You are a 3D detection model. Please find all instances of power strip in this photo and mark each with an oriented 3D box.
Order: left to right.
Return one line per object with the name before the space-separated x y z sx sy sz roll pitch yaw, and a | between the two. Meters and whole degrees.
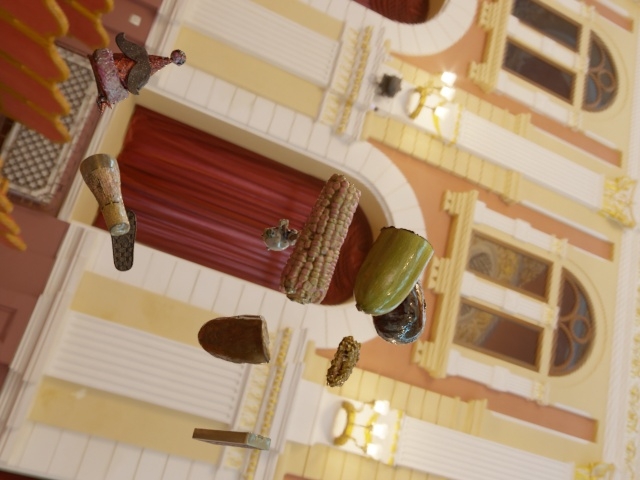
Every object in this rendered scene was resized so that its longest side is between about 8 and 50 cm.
power strip | -0.315 0.682 2.053 0.367 0.106 0.043 -15 -126 46

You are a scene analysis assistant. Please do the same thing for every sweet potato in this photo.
sweet potato | -0.287 0.315 1.911 0.370 0.158 0.157 -6 -120 36

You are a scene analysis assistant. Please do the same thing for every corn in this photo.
corn | -0.001 -0.001 1.485 0.335 0.127 0.127 -69 -164 -9

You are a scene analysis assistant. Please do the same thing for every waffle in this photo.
waffle | 0.084 0.448 2.182 0.197 0.070 0.193 -36 144 -58

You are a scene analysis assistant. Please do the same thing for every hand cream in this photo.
hand cream | -0.470 -0.097 1.330 0.084 0.084 0.203 -53 -125 42

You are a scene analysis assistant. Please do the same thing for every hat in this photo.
hat | -0.423 -0.395 1.392 0.129 0.228 0.140 94 -22 -67

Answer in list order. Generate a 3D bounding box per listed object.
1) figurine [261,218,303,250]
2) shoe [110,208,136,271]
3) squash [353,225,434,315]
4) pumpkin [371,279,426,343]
figurine | -0.125 -0.020 2.075 0.197 0.147 0.093 -19 -107 39
shoe | -0.564 0.002 1.704 0.049 0.071 0.179 155 -66 -66
squash | 0.133 0.068 1.184 0.186 0.123 0.123 -55 -169 -21
pumpkin | 0.235 0.196 1.786 0.233 0.163 0.233 -7 90 -74
